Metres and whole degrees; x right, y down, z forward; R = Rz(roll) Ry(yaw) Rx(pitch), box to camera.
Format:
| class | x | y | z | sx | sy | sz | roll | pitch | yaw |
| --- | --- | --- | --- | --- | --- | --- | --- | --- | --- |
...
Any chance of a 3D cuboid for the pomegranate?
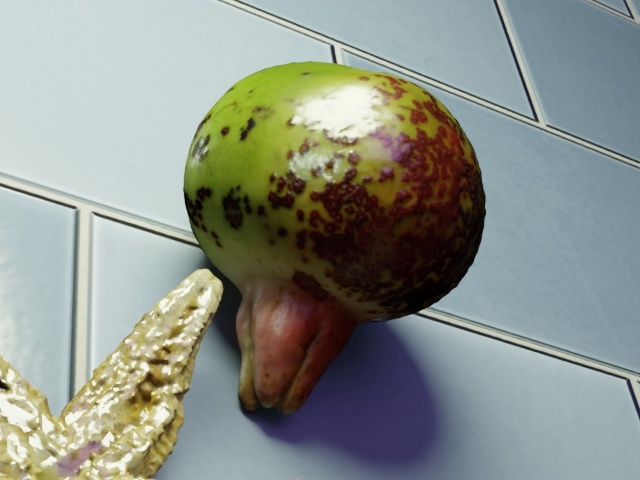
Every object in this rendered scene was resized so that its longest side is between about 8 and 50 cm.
| class | x | y | z | sx | sy | sz | roll | pitch | yaw |
| --- | --- | --- | --- | --- | --- | --- | --- | --- | --- |
| pomegranate | 0.000 | 0.000 | 0.888 | 0.214 | 0.214 | 0.248 | 25 | 70 | -17 |

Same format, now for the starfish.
| class | x | y | z | sx | sy | sz | roll | pitch | yaw |
| --- | --- | --- | --- | --- | --- | --- | --- | --- | --- |
| starfish | -0.141 | 0.116 | 0.697 | 0.375 | 0.094 | 0.327 | 16 | 30 | -17 |
